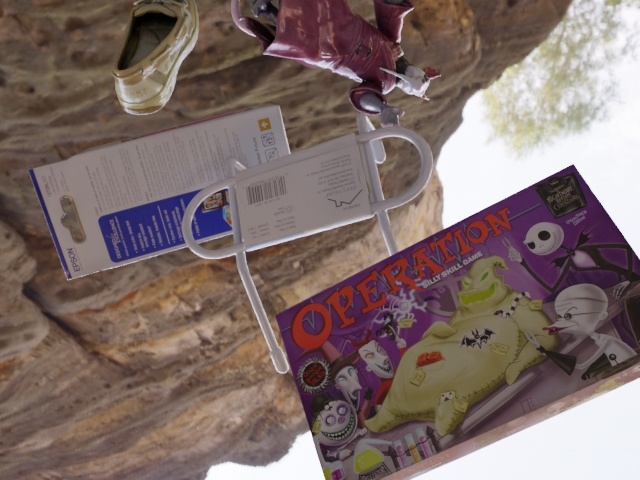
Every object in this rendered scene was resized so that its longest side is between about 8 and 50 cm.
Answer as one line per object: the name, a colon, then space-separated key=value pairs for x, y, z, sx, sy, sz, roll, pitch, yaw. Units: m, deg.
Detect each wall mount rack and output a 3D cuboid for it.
wall mount rack: x=0.000 y=0.000 z=0.920 sx=0.350 sy=0.130 sz=0.304 roll=-16 pitch=-112 yaw=15

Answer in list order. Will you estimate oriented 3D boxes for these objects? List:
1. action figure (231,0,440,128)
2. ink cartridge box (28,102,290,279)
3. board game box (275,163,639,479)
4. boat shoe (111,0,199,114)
action figure: x=0.038 y=-0.319 z=1.160 sx=0.276 sy=0.370 sz=0.248 roll=7 pitch=-105 yaw=60
ink cartridge box: x=-0.222 y=-0.078 z=1.035 sx=0.371 sy=0.175 sz=0.069 roll=-17 pitch=-161 yaw=-13
board game box: x=0.137 y=0.089 z=0.665 sx=0.347 sy=0.056 sz=0.208 roll=-28 pitch=-129 yaw=10
boat shoe: x=-0.142 y=-0.176 z=0.582 sx=0.056 sy=0.048 sz=0.153 roll=5 pitch=-123 yaw=9
